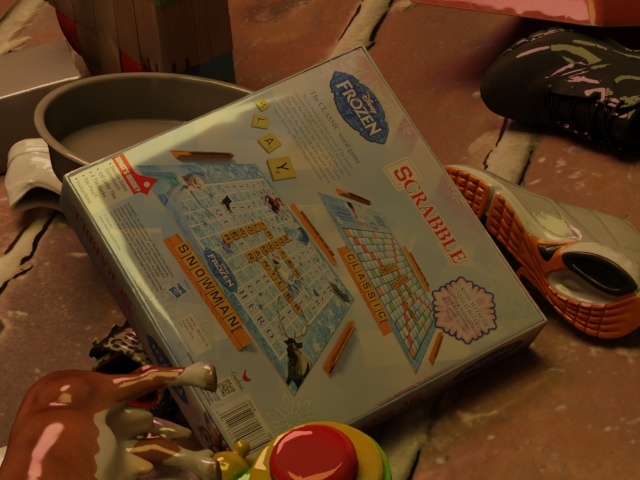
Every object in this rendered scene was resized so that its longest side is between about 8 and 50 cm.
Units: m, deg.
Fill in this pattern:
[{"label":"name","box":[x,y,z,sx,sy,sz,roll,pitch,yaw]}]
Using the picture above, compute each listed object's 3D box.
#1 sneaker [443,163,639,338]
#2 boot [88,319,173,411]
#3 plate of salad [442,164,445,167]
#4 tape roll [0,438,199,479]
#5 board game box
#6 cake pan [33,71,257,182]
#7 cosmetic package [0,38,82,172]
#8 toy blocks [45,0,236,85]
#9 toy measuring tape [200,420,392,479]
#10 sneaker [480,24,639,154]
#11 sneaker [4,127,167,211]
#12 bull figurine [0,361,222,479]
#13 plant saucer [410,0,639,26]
[{"label":"sneaker","box":[0.220,0.003,1.807,0.262,0.099,0.121,34,34,32]},{"label":"boot","box":[-0.164,0.070,1.825,0.236,0.085,0.178,21,38,37]},{"label":"plate of salad","box":[0.048,-0.053,1.987,0.199,0.048,0.200,-6,26,3]},{"label":"tape roll","box":[-0.213,0.272,1.501,0.286,0.100,0.286,-9,31,6]},{"label":"board game box","box":[-0.016,0.020,1.711,0.318,0.066,0.319,-25,72,-22]},{"label":"cake pan","box":[-0.149,-0.095,1.990,0.293,0.054,0.293,7,26,-4]},{"label":"cosmetic package","box":[-0.388,-0.144,2.256,0.238,0.107,0.127,-13,30,-8]},{"label":"toy blocks","box":[-0.224,-0.270,2.276,0.190,0.261,0.381,-27,41,-28]},{"label":"toy measuring tape","box":[0.056,0.216,1.499,0.330,0.121,0.121,16,39,26]},{"label":"sneaker","box":[0.299,-0.150,2.027,0.286,0.109,0.130,1,39,25]},{"label":"sneaker","box":[-0.239,-0.063,2.111,0.212,0.080,0.094,-5,50,7]},{"label":"bull figurine","box":[-0.175,0.194,1.426,0.188,0.101,0.310,-4,33,5]},{"label":"plant saucer","box":[0.278,-0.280,2.193,0.258,0.048,0.259,14,14,39]}]
